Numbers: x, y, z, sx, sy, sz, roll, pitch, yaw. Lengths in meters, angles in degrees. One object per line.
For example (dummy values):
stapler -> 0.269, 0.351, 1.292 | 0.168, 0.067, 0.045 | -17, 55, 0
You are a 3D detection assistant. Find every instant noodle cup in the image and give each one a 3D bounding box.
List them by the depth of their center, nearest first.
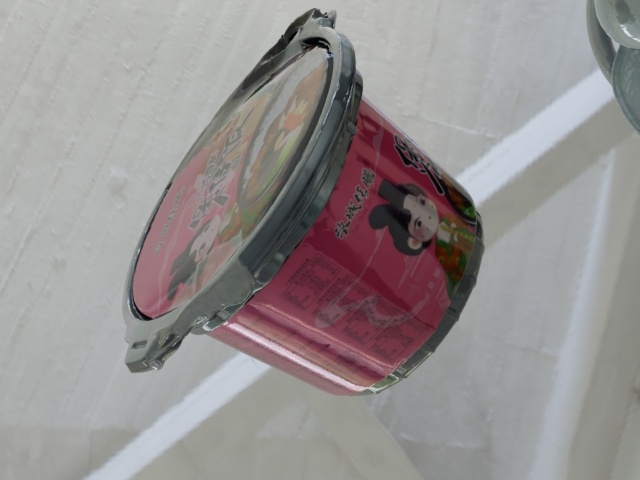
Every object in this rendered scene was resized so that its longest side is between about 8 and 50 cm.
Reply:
instant noodle cup -> 0.000, 0.000, 0.816 | 0.181, 0.258, 0.302 | 34, -104, -23

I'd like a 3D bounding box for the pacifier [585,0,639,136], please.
pacifier -> 0.296, -0.202, 0.923 | 0.226, 0.238, 0.287 | -8, -79, -47
